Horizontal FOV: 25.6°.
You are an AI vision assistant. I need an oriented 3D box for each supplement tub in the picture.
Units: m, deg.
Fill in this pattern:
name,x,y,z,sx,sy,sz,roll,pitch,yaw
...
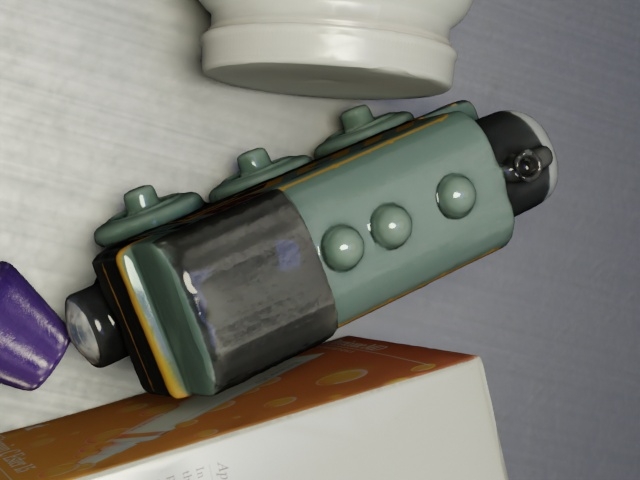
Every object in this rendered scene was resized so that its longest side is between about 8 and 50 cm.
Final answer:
name,x,y,z,sx,sy,sz,roll,pitch,yaw
supplement tub,0.013,-0.240,0.938,0.191,0.191,0.272,4,88,-21

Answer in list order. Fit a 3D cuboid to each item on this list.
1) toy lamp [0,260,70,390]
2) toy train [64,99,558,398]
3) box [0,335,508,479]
name,x,y,z,sx,sy,sz,roll,pitch,yaw
toy lamp,-0.281,0.002,0.887,0.274,0.080,0.080,38,77,-16
toy train,0.000,0.000,0.925,0.334,0.190,0.142,-23,99,-26
box,-0.077,0.188,0.891,0.345,0.215,0.168,-14,95,-21
